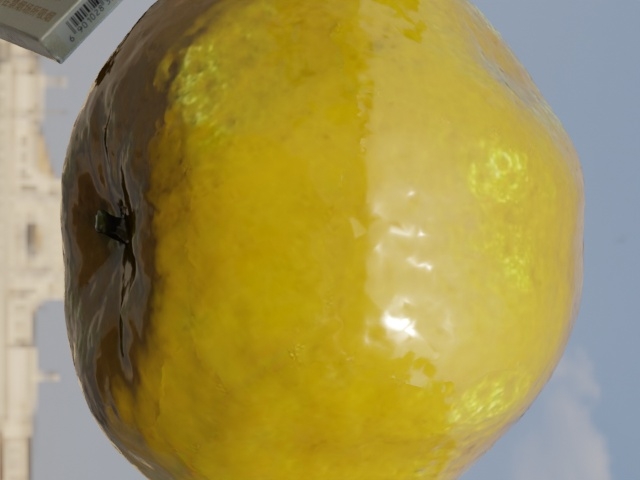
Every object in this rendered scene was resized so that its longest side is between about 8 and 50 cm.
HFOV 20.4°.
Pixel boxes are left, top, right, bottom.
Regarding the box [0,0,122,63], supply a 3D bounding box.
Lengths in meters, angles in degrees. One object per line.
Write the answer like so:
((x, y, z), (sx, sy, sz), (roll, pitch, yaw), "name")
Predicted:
((-0.113, -0.170, 0.987), (0.090, 0.167, 0.024), (25, -21, 51), "box")

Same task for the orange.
((0.000, 0.000, 0.839), (0.279, 0.235, 0.279), (-14, -106, 62), "orange")
